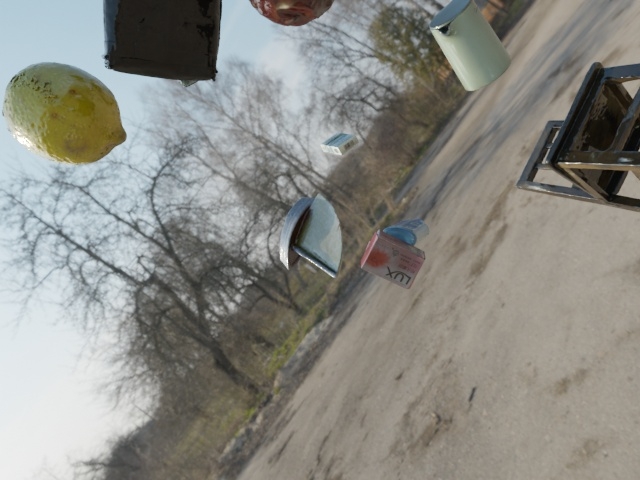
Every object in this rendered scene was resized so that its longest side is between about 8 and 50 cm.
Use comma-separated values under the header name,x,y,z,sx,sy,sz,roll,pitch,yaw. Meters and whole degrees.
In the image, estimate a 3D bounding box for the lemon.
name,x,y,z,sx,sy,sz,roll,pitch,yaw
lemon,-0.665,-0.327,1.310,0.258,0.310,0.257,-155,90,-84

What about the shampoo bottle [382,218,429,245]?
name,x,y,z,sx,sy,sz,roll,pitch,yaw
shampoo bottle,0.271,-0.027,1.521,0.258,0.104,0.061,-21,-61,-64

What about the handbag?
name,x,y,z,sx,sy,sz,roll,pitch,yaw
handbag,-0.332,-0.461,1.063,0.080,0.247,0.222,34,121,59

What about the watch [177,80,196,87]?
name,x,y,z,sx,sy,sz,roll,pitch,yaw
watch,-0.440,-0.536,1.463,0.068,0.274,0.276,-35,-27,-14

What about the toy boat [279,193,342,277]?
name,x,y,z,sx,sy,sz,roll,pitch,yaw
toy boat,-0.017,-0.022,1.704,0.111,0.294,0.275,12,-95,-49

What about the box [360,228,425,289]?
name,x,y,z,sx,sy,sz,roll,pitch,yaw
box,0.197,0.053,1.358,0.060,0.156,0.111,-67,1,-65

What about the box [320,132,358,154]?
name,x,y,z,sx,sy,sz,roll,pitch,yaw
box,0.043,-0.221,1.137,0.054,0.024,0.083,-40,29,-14

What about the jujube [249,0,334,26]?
name,x,y,z,sx,sy,sz,roll,pitch,yaw
jujube,-0.052,-0.621,0.951,0.258,0.259,0.376,134,133,-86

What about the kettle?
name,x,y,z,sx,sy,sz,roll,pitch,yaw
kettle,0.287,-0.380,0.938,0.127,0.148,0.098,-47,25,-6

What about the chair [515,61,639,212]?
name,x,y,z,sx,sy,sz,roll,pitch,yaw
chair,0.520,-0.191,0.937,0.416,0.241,0.203,26,91,56
